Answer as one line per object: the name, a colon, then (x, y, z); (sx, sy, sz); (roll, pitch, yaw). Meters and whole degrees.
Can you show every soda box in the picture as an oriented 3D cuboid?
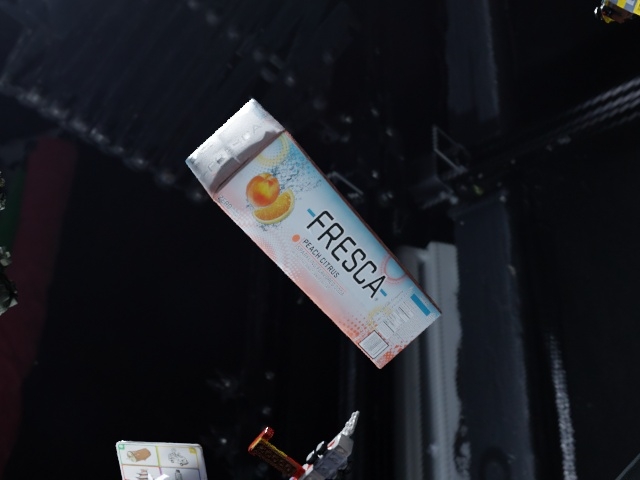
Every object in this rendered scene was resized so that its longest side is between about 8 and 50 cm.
soda box: (0.000, 0.000, 0.567); (0.058, 0.183, 0.063); (-42, -145, 0)

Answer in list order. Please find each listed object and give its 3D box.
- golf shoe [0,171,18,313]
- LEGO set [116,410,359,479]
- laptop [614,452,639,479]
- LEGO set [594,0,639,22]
golf shoe: (-0.424, -0.027, 1.021); (0.120, 0.105, 0.273); (-19, -124, 3)
LEGO set: (-0.045, 0.243, 0.804); (0.244, 0.183, 0.060); (-1, -156, 12)
laptop: (0.271, 0.242, 0.617); (0.234, 0.136, 0.264); (-61, -139, 30)
LEGO set: (0.382, -0.301, 0.757); (0.192, 0.255, 0.331); (38, -48, 27)
